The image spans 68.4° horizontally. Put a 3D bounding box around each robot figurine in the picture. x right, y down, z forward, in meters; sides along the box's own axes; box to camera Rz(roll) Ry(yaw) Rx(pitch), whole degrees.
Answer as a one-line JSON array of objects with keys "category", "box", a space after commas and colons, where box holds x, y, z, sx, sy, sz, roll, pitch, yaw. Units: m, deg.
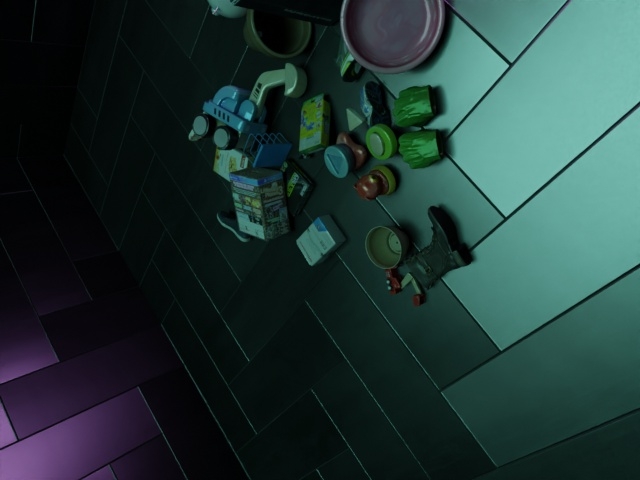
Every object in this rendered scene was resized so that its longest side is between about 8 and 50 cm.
[{"category": "robot figurine", "box": [-0.343, -1.035, 1.888, 0.300, 0.200, 0.353, -34, 35, 45]}]

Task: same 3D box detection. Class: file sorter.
[{"category": "file sorter", "box": [-0.236, -0.403, 2.075, 0.104, 0.170, 0.118, 49, 130, 24]}]

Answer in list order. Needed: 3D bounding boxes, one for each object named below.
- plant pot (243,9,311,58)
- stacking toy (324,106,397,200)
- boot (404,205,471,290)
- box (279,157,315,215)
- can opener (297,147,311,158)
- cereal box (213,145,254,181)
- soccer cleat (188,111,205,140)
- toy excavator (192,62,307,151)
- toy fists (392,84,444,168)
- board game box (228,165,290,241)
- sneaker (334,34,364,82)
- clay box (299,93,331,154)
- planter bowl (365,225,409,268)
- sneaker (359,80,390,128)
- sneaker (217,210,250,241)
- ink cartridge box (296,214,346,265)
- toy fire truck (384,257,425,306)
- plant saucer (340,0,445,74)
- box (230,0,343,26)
[{"category": "plant pot", "box": [-0.203, -0.849, 1.882, 0.229, 0.263, 0.263, 17, 114, 56]}, {"category": "stacking toy", "box": [0.135, -0.309, 1.738, 0.309, 0.130, 0.279, 39, 145, 29]}, {"category": "boot", "box": [0.389, 0.033, 1.687, 0.229, 0.091, 0.263, -34, 79, 44]}, {"category": "box", "box": [-0.127, -0.239, 2.109, 0.184, 0.045, 0.190, 51, 131, 23]}, {"category": "can opener", "box": [-0.035, -0.400, 1.968, 0.186, 0.059, 0.073, -31, 81, 44]}, {"category": "cereal box", "box": [-0.437, -0.380, 2.348, 0.240, 0.047, 0.173, 33, 123, 31]}, {"category": "soccer cleat", "box": [-0.630, -0.592, 2.459, 0.196, 0.068, 0.076, -34, 64, 42]}, {"category": "toy excavator", "box": [-0.306, -0.597, 2.052, 0.433, 0.222, 0.445, 33, 113, 25]}, {"category": "toy fists", "box": [0.332, -0.386, 1.614, 0.142, 0.096, 0.279, -7, 96, 31]}, {"category": "board game box", "box": [-0.277, -0.173, 2.154, 0.232, 0.141, 0.291, 19, 124, 45]}, {"category": "sneaker", "box": [0.134, -0.727, 1.688, 0.121, 0.111, 0.300, 53, 129, 23]}, {"category": "clay box", "box": [-0.021, -0.469, 1.902, 0.127, 0.053, 0.222, -9, 71, 44]}, {"category": "planter bowl", "box": [0.266, 0.016, 1.779, 0.162, 0.109, 0.162, 14, 111, 41]}, {"category": "sneaker", "box": [0.197, -0.474, 1.737, 0.081, 0.080, 0.211, -168, 65, -69]}, {"category": "sneaker", "box": [-0.426, -0.119, 2.379, 0.226, 0.086, 0.163, 37, 136, 17]}, {"category": "ink cartridge box", "box": [0.000, 0.000, 2.037, 0.190, 0.082, 0.139, -46, 71, 42]}, {"category": "toy fire truck", "box": [0.321, 0.157, 1.814, 0.135, 0.047, 0.192, -10, 95, 43]}, {"category": "plant saucer", "box": [0.233, -0.718, 1.532, 0.332, 0.084, 0.332, 4, 114, 8]}, {"category": "box", "box": [-0.001, -0.956, 1.483, 0.472, 0.480, 0.297, -19, 87, 43]}]
